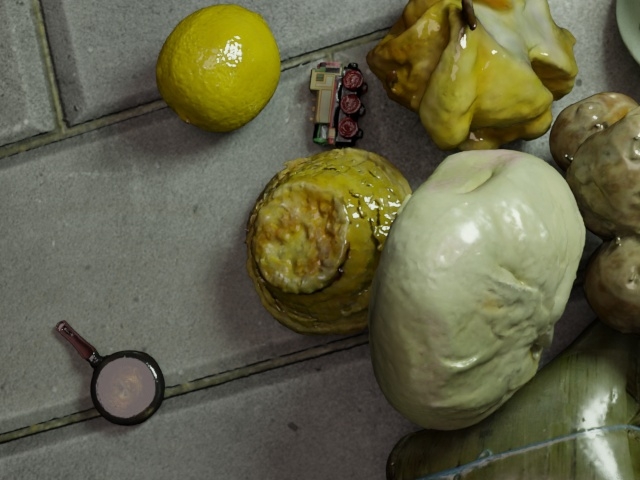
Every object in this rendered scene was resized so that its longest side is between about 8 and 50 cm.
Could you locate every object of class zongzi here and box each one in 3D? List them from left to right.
[{"bbox_3d":[0.270,0.231,1.262,0.356,0.174,0.393,-2,62,18],"label":"zongzi"}]

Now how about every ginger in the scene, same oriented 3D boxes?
[{"bbox_3d":[0.401,-0.018,1.179,0.176,0.256,0.375,-10,84,-7],"label":"ginger"}]

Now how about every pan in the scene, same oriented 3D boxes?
[{"bbox_3d":[-0.327,0.189,1.415,0.212,0.040,0.115,40,84,12],"label":"pan"}]

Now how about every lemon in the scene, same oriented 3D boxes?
[{"bbox_3d":[-0.147,-0.257,1.386,0.178,0.178,0.203,32,77,13],"label":"lemon"}]

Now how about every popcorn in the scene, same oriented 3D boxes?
[{"bbox_3d":[0.204,-0.262,1.302,0.315,0.281,0.297,-8,70,-32],"label":"popcorn"}]

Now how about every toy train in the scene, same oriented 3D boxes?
[{"bbox_3d":[0.024,-0.201,1.414,0.087,0.050,0.138,4,83,15],"label":"toy train"}]

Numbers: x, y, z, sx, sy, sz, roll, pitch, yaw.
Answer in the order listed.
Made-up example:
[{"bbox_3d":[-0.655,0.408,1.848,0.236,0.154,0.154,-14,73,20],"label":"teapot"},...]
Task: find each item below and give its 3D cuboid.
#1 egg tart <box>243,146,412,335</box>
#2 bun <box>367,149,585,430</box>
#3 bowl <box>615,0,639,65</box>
[{"bbox_3d":[0.000,0.000,1.310,0.294,0.123,0.294,-3,84,30],"label":"egg tart"},{"bbox_3d":[0.195,0.062,1.150,0.213,0.361,0.361,20,85,22],"label":"bun"},{"bbox_3d":[0.592,-0.389,1.190,0.434,0.196,0.435,-11,53,15],"label":"bowl"}]
